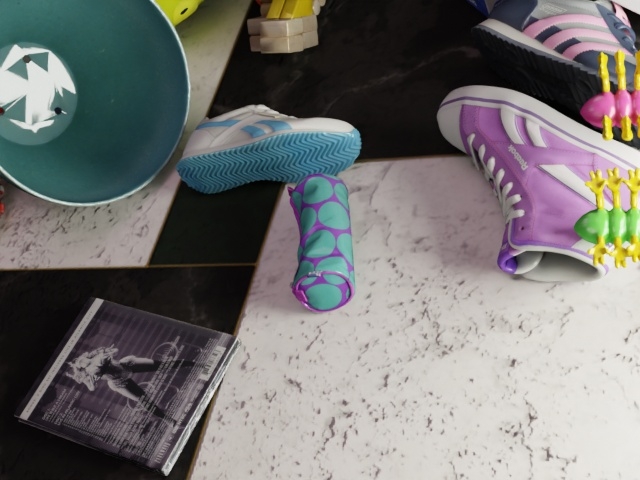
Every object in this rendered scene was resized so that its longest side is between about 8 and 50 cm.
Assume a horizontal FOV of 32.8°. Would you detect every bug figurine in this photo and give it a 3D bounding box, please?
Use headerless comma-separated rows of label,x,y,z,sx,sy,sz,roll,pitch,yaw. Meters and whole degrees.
bug figurine,0.344,-0.070,0.992,0.216,0.072,0.279,2,76,12

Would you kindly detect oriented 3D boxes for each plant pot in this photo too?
plant pot,-0.339,-0.192,1.384,0.290,0.290,0.195,-52,29,-20

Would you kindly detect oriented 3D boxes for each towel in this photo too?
towel,-0.352,-0.205,1.546,0.067,0.029,0.119,-38,46,-9

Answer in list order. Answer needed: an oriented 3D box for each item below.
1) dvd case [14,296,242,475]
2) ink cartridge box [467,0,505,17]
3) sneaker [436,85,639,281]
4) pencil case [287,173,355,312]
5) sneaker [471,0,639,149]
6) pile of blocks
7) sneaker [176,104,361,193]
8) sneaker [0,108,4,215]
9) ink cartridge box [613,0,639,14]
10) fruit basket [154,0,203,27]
dvd case,-0.212,0.153,1.186,0.221,0.018,0.164,12,60,32
ink cartridge box,0.271,-0.367,1.371,0.207,0.046,0.097,-33,45,-2
sneaker,0.197,-0.055,1.109,0.282,0.102,0.161,31,73,40
pencil case,0.000,0.000,1.180,0.070,0.064,0.151,-4,49,2
sneaker,0.307,-0.202,1.170,0.131,0.112,0.319,-42,48,-8
pile of blocks,-0.041,-0.399,1.477,0.113,0.149,0.362,2,54,27
sneaker,-0.060,-0.121,1.297,0.229,0.087,0.092,-4,49,21
sneaker,-0.462,-0.101,1.470,0.090,0.145,0.270,-12,13,16
ink cartridge box,0.398,-0.341,1.214,0.148,0.086,0.203,24,55,-8
fruit basket,-0.196,-0.444,1.513,0.283,0.392,0.392,-8,48,1
